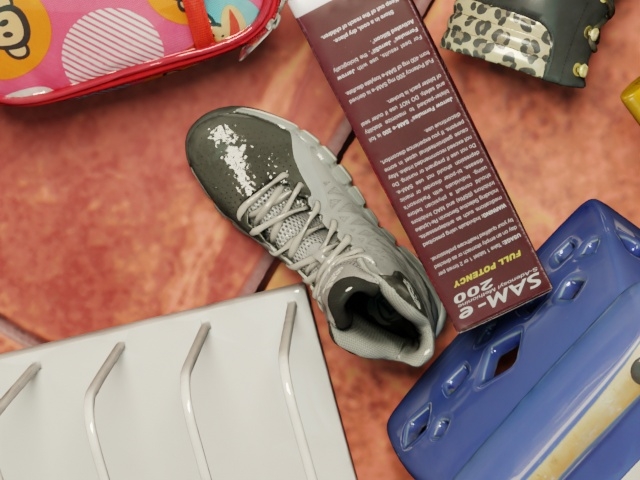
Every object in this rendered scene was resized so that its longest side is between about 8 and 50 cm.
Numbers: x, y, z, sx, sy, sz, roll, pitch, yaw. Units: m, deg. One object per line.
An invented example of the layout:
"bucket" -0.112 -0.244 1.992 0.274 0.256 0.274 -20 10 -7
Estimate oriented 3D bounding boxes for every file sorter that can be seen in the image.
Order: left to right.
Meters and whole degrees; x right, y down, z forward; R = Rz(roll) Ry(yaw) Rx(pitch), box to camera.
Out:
"file sorter" -0.125 0.170 1.031 0.277 0.173 0.193 -13 102 6

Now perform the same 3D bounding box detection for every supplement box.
"supplement box" 0.065 -0.071 0.989 0.073 0.130 0.239 -27 100 7

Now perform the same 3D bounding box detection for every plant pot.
"plant pot" 0.203 0.143 0.992 0.236 0.212 0.236 39 101 -8

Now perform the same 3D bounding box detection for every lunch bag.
"lunch bag" -0.139 -0.248 0.968 0.258 0.120 0.293 -15 104 1

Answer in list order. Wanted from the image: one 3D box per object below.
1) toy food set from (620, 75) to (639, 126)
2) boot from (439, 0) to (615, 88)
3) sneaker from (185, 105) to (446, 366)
"toy food set" 0.315 -0.124 0.976 0.232 0.111 0.104 -37 99 7
"boot" 0.203 -0.181 0.975 0.236 0.085 0.179 16 97 5
"sneaker" 0.000 0.000 1.006 0.228 0.132 0.086 41 101 -7
